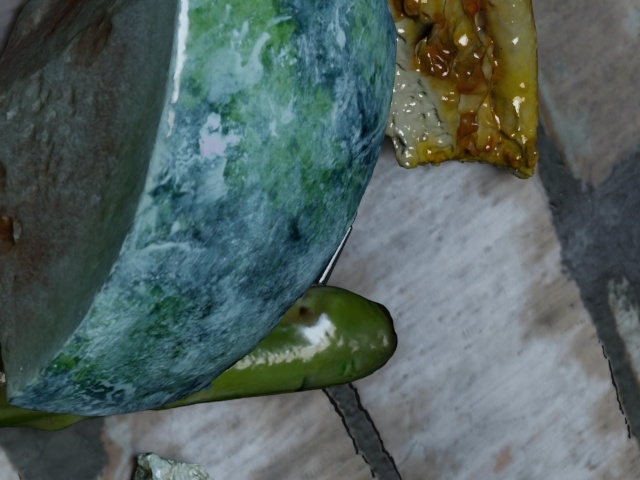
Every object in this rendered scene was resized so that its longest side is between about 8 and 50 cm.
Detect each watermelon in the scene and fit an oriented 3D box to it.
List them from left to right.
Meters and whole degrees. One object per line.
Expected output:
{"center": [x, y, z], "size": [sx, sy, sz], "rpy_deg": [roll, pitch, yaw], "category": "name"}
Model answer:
{"center": [-0.110, -0.085, 1.112], "size": [0.228, 0.258, 0.387], "rpy_deg": [6, 110, -55], "category": "watermelon"}

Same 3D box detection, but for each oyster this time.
{"center": [-0.093, 0.206, 1.257], "size": [0.100, 0.037, 0.098], "rpy_deg": [5, 93, -30], "category": "oyster"}

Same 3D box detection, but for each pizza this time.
{"center": [0.088, -0.165, 1.245], "size": [0.182, 0.073, 0.365], "rpy_deg": [-52, 136, -36], "category": "pizza"}

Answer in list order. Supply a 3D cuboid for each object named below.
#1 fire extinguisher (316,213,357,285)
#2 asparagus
{"center": [0.004, 0.002, 1.294], "size": [0.046, 0.032, 0.100], "rpy_deg": [38, 82, -16], "category": "fire extinguisher"}
{"center": [-0.110, 0.087, 1.211], "size": [0.343, 0.085, 0.082], "rpy_deg": [-8, 111, -23], "category": "asparagus"}
